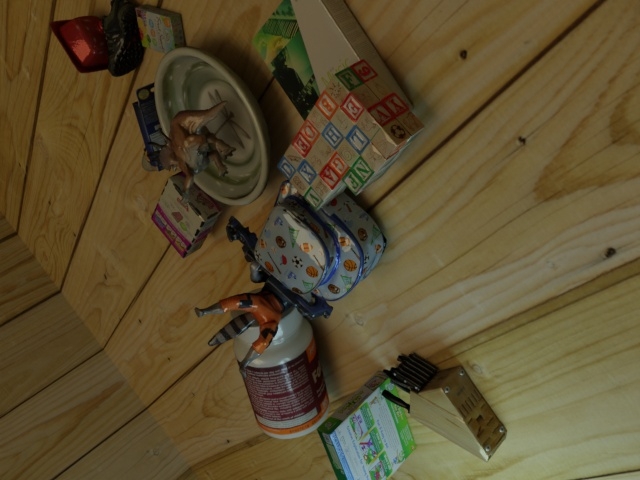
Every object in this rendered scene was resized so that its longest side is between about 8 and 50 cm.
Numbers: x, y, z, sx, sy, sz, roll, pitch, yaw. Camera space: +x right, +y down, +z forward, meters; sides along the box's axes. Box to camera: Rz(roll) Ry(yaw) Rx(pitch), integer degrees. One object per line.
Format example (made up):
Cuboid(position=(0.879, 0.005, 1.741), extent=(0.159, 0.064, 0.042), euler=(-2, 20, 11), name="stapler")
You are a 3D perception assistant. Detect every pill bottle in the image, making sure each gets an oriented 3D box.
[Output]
Cuboid(position=(-0.114, 0.338, 1.859), extent=(0.224, 0.224, 0.392), euler=(16, 130, 41), name="pill bottle")

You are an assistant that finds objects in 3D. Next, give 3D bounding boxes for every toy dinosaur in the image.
Cuboid(position=(-0.313, -0.229, 1.557), extent=(0.200, 0.127, 0.296), euler=(48, 139, 21), name="toy dinosaur")

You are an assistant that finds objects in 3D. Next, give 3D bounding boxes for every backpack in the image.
Cuboid(position=(0.000, 0.000, 1.491), extent=(0.263, 0.213, 0.276), euler=(35, 138, 8), name="backpack")

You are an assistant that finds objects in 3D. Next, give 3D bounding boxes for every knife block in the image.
Cuboid(position=(0.272, 0.394, 1.585), extent=(0.276, 0.088, 0.242), euler=(55, 145, -1), name="knife block")

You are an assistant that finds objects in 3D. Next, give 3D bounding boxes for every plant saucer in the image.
Cuboid(position=(-0.240, -0.281, 1.613), extent=(0.400, 0.100, 0.400), euler=(28, 136, 32), name="plant saucer")

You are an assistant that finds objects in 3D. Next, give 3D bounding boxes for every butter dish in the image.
Cuboid(position=(-0.616, -0.551, 1.807), extent=(0.118, 0.160, 0.160), euler=(-27, 97, 30), name="butter dish")

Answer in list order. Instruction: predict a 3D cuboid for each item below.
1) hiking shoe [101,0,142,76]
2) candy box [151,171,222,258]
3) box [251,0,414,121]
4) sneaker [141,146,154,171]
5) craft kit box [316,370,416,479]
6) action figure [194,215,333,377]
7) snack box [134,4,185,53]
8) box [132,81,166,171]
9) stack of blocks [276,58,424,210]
Cuboid(position=(-0.527, -0.541, 1.759), extent=(0.114, 0.086, 0.227), euler=(52, 137, 21), name="hiking shoe")
Cuboid(position=(-0.379, -0.072, 1.870), extent=(0.159, 0.071, 0.233), euler=(50, 144, 6), name="candy box")
Cuboid(position=(0.015, -0.332, 1.321), extent=(0.322, 0.058, 0.232), euler=(57, 144, -2), name="box")
Cuboid(position=(-0.471, -0.254, 1.901), extent=(0.088, 0.093, 0.225), euler=(56, 145, -2), name="sneaker")
Cuboid(position=(0.125, 0.507, 1.706), extent=(0.061, 0.246, 0.250), euler=(6, 122, 50), name="craft kit box")
Cuboid(position=(-0.158, 0.117, 1.651), extent=(0.341, 0.330, 0.178), euler=(50, 154, 3), name="action figure")
Cuboid(position=(-0.396, -0.520, 1.651), extent=(0.141, 0.037, 0.100), euler=(26, 136, 33), name="snack box")
Cuboid(position=(-0.409, -0.311, 1.749), extent=(0.036, 0.136, 0.225), euler=(20, 131, 38), name="box")
Cuboid(position=(0.048, -0.178, 1.288), extent=(0.171, 0.087, 0.297), euler=(49, 144, 6), name="stack of blocks")
